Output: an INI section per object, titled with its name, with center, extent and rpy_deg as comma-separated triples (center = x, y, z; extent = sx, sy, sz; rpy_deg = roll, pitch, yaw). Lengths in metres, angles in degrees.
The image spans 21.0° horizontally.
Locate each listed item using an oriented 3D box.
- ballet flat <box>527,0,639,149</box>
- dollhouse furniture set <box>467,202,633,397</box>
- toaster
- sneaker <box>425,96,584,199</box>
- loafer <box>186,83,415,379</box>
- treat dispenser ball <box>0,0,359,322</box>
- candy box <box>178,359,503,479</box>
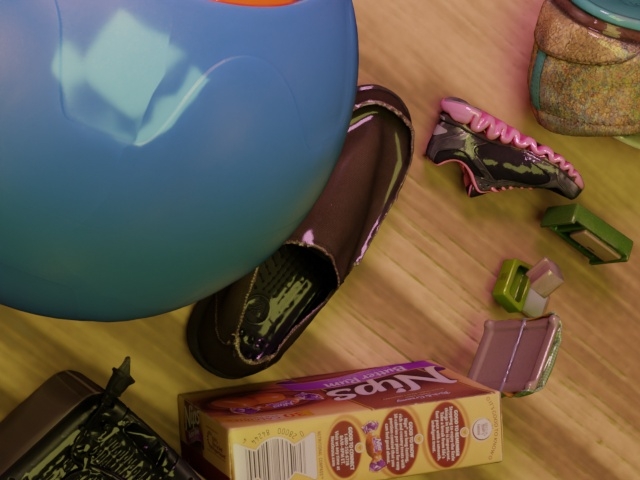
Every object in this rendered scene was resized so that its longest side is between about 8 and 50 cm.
[ballet flat]
center = 0.299, -0.108, 1.214
extent = 0.348, 0.123, 0.123
rpy_deg = 3, 96, -22
[dollhouse furniture set]
center = 0.158, 0.054, 1.181
extent = 0.058, 0.076, 0.152
rpy_deg = 34, 65, -28
[toaster]
center = -0.146, 0.184, 1.068
extent = 0.185, 0.110, 0.168
rpy_deg = -43, 110, -11
[sneaker]
center = 0.124, -0.051, 1.182
extent = 0.119, 0.047, 0.057
rpy_deg = 27, 94, -15
[loafer]
center = 0.000, 0.000, 1.118
extent = 0.080, 0.078, 0.220
rpy_deg = 32, 85, -22
[treat dispenser ball]
center = -0.123, -0.099, 0.943
extent = 0.288, 0.288, 0.288
rpy_deg = -3, 98, -21
[candy box]
center = 0.012, 0.122, 1.123
extent = 0.186, 0.109, 0.053
rpy_deg = -7, 99, -20
